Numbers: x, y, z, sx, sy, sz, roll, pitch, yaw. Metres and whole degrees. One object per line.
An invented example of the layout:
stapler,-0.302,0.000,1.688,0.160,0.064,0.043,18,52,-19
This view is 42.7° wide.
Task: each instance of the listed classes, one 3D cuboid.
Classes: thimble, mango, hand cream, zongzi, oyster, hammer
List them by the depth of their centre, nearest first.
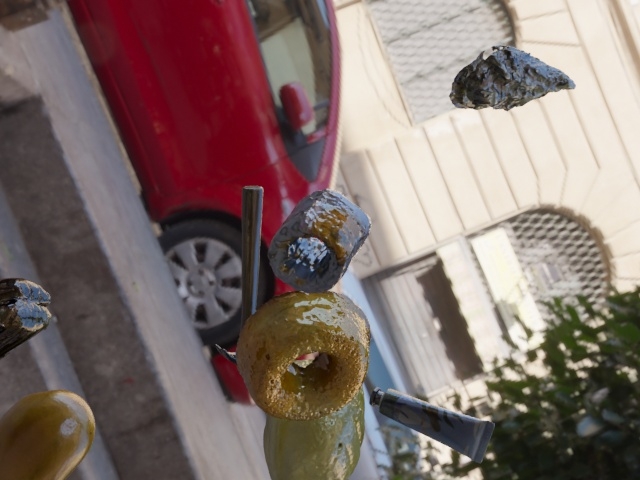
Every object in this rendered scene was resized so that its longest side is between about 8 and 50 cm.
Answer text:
thimble,-0.003,0.000,1.305,0.127,0.118,0.151,39,-43,-9
zongzi,-0.613,0.225,1.402,0.154,0.290,0.317,31,56,-60
mango,-0.556,0.402,1.587,0.176,0.254,0.139,36,-15,21
oyster,0.396,-0.328,1.740,0.252,0.199,0.087,29,16,-35
hand cream,0.236,0.387,1.777,0.271,0.091,0.058,20,-4,23
hammer,-0.165,0.087,1.917,0.044,0.168,0.439,20,-68,44

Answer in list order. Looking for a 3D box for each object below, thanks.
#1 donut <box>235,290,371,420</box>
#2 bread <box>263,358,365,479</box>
donut,-0.025,0.231,1.550,0.108,0.278,0.277,-109,-179,-52
bread,-0.012,0.424,1.871,0.320,0.238,0.320,-5,90,-88
